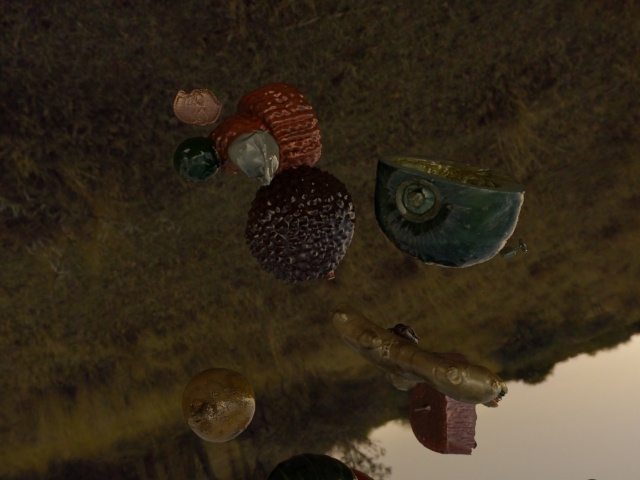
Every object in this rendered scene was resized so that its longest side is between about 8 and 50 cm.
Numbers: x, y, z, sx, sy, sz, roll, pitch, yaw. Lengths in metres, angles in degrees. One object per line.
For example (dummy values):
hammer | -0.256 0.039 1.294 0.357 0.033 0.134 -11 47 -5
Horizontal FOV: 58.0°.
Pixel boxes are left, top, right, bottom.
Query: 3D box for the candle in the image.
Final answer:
candle | 0.350 0.501 1.683 0.131 0.287 0.317 4 128 -12

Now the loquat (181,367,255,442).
loquat | -0.317 0.514 1.810 0.235 0.235 0.235 -17 163 -5

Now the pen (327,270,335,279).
pen | 0.000 0.000 1.734 0.028 0.239 0.028 -16 175 -2

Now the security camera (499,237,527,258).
security camera | 0.698 0.036 2.097 0.092 0.058 0.058 -25 163 1

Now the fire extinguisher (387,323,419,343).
fire extinguisher | 0.216 0.243 1.482 0.056 0.039 0.132 -20 148 15

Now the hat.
hat | -0.213 -0.294 1.634 0.400 0.285 0.285 -19 165 -29

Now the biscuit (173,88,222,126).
biscuit | -0.332 -0.360 1.559 0.130 0.102 0.019 0 -172 -18

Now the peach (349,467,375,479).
peach | 0.080 0.960 2.016 0.370 0.370 0.370 -17 163 -5

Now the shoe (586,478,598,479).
shoe | 0.584 0.706 1.366 0.149 0.293 0.109 19 -176 -36

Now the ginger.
ginger | 0.207 0.288 1.394 0.348 0.122 0.363 34 166 -23

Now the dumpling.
dumpling | -0.138 -0.176 1.258 0.108 0.127 0.188 -31 -165 -23

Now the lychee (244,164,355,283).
lychee | -0.056 -0.046 1.530 0.306 0.306 0.330 -33 174 40

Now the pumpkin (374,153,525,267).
pumpkin | 0.251 -0.056 1.190 0.263 0.293 0.197 -30 136 -59

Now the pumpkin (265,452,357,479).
pumpkin | -0.031 0.715 1.521 0.300 0.300 0.207 -11 -179 -25

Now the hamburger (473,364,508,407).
hamburger | 0.575 0.511 2.023 0.115 0.162 0.162 -52 164 -7
